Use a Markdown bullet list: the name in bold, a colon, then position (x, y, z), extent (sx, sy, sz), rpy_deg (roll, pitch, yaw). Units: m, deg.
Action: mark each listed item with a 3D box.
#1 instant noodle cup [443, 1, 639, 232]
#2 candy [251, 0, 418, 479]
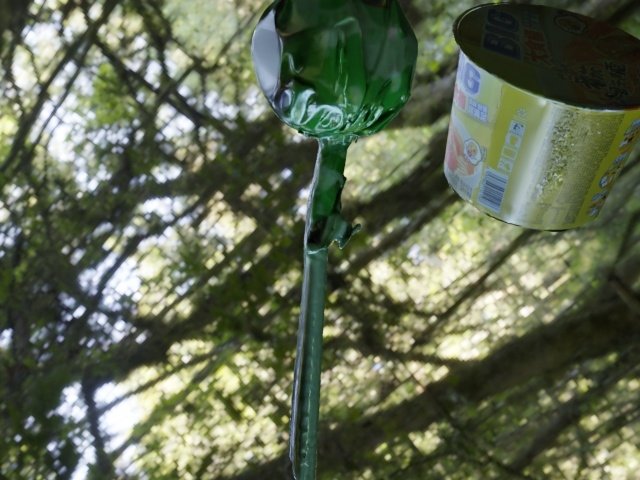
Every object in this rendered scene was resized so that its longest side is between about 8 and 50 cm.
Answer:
- **instant noodle cup**: position (0.207, -0.110, 1.050), extent (0.204, 0.153, 0.205), rpy_deg (8, -146, -5)
- **candy**: position (0.002, 0.000, 0.684), extent (0.097, 0.324, 0.097), rpy_deg (4, -165, -1)
